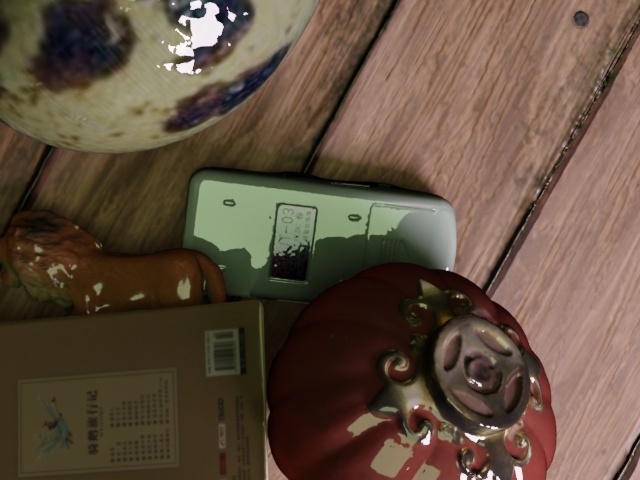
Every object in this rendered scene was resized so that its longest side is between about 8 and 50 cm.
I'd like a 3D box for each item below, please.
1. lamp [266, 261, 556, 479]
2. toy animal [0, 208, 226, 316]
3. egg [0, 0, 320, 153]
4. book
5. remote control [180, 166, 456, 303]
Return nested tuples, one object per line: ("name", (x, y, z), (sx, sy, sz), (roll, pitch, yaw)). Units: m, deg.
("lamp", (0.092, 0.172, 1.343), (0.303, 0.257, 0.303), (13, 61, -25))
("toy animal", (-0.205, 0.052, 1.387), (0.312, 0.097, 0.158), (4, 100, 12))
("egg", (-0.161, -0.276, 1.240), (0.428, 0.345, 0.345), (-43, 102, -14))
("book", (-0.203, 0.177, 1.317), (0.310, 0.021, 0.217), (-5, 77, 11))
("remote control", (0.000, 0.000, 1.448), (0.296, 0.056, 0.140), (6, 102, -9))
